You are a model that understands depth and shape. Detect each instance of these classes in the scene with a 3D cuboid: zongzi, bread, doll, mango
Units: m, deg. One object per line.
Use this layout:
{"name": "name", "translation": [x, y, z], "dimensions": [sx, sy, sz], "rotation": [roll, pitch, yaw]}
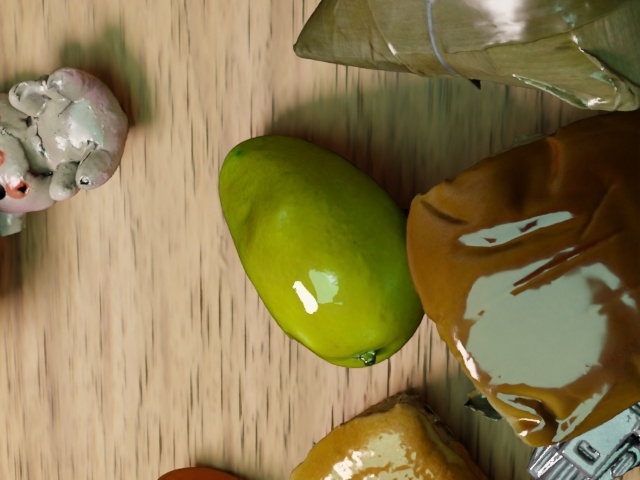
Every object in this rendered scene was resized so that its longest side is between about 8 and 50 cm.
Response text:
{"name": "zongzi", "translation": [0.093, -0.294, 1.464], "dimensions": [0.393, 0.174, 0.356], "rotation": [10, 123, 39]}
{"name": "bread", "translation": [0.220, 0.029, 1.481], "dimensions": [0.279, 0.225, 0.250], "rotation": [-26, 84, -4]}
{"name": "bread", "translation": [0.092, 0.269, 1.722], "dimensions": [0.174, 0.121, 0.245], "rotation": [-32, 95, 26]}
{"name": "doll", "translation": [-0.273, -0.096, 1.724], "dimensions": [0.192, 0.095, 0.149], "rotation": [-20, 96, 25]}
{"name": "mango", "translation": [0.006, 0.007, 1.598], "dimensions": [0.149, 0.273, 0.185], "rotation": [-39, 118, 2]}

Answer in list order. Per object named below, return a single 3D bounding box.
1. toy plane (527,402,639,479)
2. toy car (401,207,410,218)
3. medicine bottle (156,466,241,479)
{"name": "toy plane", "translation": [0.235, 0.191, 1.617], "dimensions": [0.212, 0.088, 0.267], "rotation": [40, 95, 3]}
{"name": "toy car", "translation": [0.068, 0.028, 1.689], "dimensions": [0.059, 0.035, 0.122], "rotation": [28, 117, 11]}
{"name": "medicine bottle", "translation": [-0.135, 0.353, 1.829], "dimensions": [0.149, 0.112, 0.222], "rotation": [15, 113, 12]}
